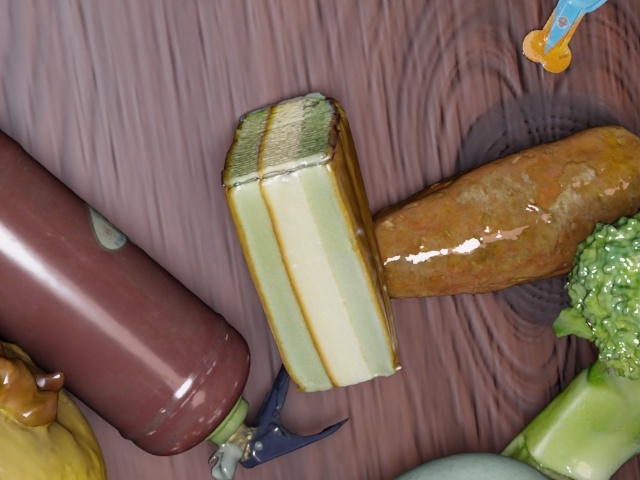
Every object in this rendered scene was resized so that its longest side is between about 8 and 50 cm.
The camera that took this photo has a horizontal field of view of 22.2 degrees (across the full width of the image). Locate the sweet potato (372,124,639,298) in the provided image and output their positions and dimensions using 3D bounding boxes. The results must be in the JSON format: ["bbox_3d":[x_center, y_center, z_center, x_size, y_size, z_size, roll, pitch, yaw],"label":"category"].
[{"bbox_3d":[0.121,-0.011,1.113,0.251,0.097,0.097,-16,102,-6],"label":"sweet potato"}]

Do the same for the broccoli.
[{"bbox_3d":[0.259,0.072,1.055,0.302,0.186,0.254,-37,142,-5],"label":"broccoli"}]

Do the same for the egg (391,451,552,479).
[{"bbox_3d":[0.075,0.248,1.091,0.169,0.169,0.236,39,91,-17],"label":"egg"}]

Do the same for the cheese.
[{"bbox_3d":[0.179,-0.170,1.137,0.047,0.017,0.111,30,90,-14],"label":"cheese"}]

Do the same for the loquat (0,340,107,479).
[{"bbox_3d":[-0.250,0.154,0.938,0.275,0.275,0.275,-2,99,-15],"label":"loquat"}]

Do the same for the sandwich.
[{"bbox_3d":[0.000,0.000,1.072,0.079,0.113,0.163,-14,117,12],"label":"sandwich"}]

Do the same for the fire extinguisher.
[{"bbox_3d":[-0.123,0.044,1.051,0.344,0.102,0.138,41,52,-17],"label":"fire extinguisher"}]
